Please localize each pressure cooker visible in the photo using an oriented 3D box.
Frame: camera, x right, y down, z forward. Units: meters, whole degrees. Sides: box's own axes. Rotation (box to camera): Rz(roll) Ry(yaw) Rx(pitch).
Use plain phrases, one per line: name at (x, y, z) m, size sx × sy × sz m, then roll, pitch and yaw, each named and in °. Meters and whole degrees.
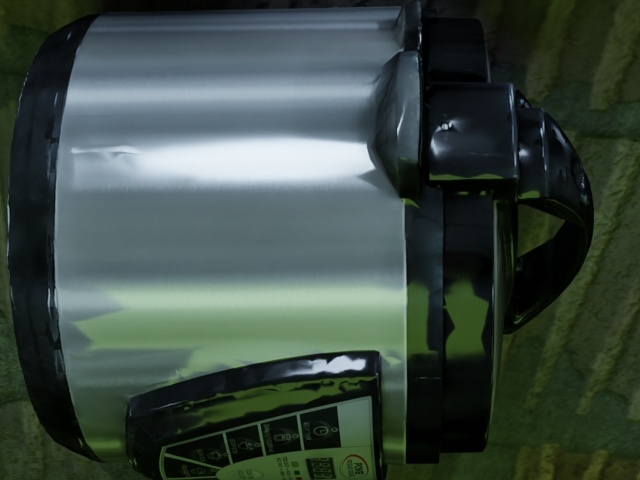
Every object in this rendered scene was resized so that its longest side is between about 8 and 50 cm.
pressure cooker at (0.000, -0.006, 0.976) m, size 0.421 × 0.370 × 0.375 m, roll 0°, pitch 110°, yaw 3°
